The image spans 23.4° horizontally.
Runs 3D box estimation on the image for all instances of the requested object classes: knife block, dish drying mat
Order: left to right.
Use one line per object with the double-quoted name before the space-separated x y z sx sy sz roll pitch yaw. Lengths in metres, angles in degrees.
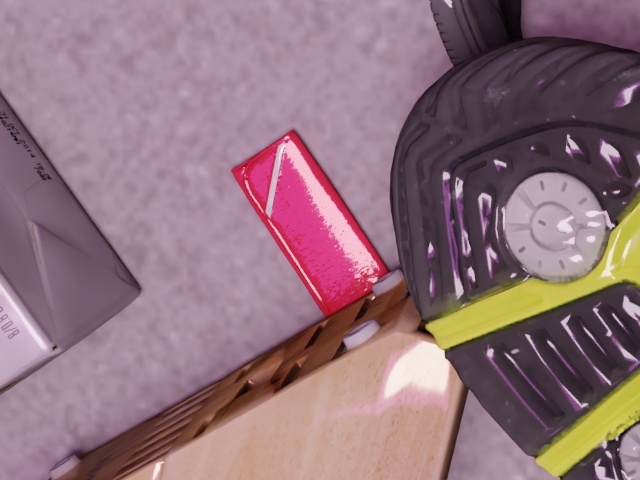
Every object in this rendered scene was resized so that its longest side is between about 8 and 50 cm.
"knife block" -0.003 0.173 0.594 0.275 0.088 0.242 -31 98 18
"dish drying mat" 0.000 0.000 0.596 0.032 0.008 0.083 -32 94 16

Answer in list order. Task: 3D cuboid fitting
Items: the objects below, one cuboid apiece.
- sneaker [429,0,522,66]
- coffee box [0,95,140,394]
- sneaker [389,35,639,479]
"sneaker" 0.075 -0.141 0.525 0.089 0.051 0.170 -9 97 19
"coffee box" -0.216 0.040 0.605 0.246 0.098 0.141 -35 93 17
"sneaker" 0.205 0.039 0.489 0.384 0.147 0.145 22 108 9
